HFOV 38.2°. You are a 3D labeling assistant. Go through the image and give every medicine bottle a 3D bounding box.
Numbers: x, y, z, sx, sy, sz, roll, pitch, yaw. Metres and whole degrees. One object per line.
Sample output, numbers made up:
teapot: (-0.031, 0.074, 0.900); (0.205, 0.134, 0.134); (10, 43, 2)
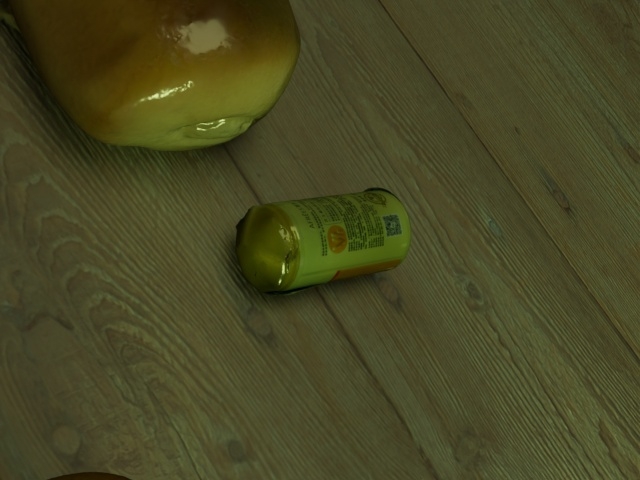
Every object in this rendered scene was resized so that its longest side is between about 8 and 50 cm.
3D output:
medicine bottle: (0.000, 0.000, 1.224); (0.239, 0.124, 0.124); (-11, 66, -38)

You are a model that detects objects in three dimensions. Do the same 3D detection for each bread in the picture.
bread: (-0.204, -0.302, 1.210); (0.348, 0.253, 0.376); (-11, 67, -42)

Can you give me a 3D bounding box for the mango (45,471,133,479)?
mango: (-0.219, 0.378, 0.742); (0.264, 0.221, 0.378); (32, 57, -17)
